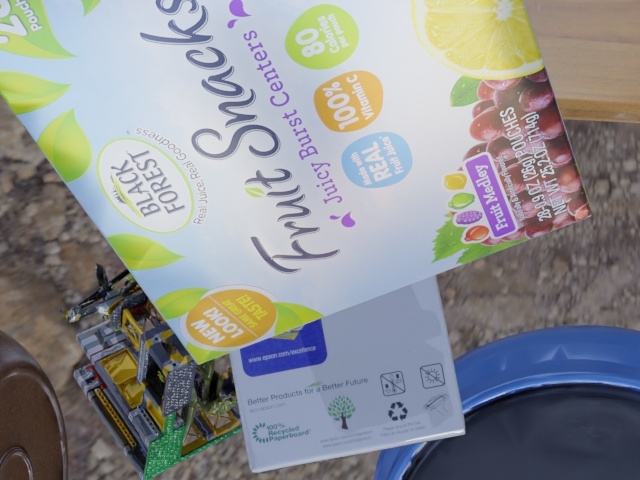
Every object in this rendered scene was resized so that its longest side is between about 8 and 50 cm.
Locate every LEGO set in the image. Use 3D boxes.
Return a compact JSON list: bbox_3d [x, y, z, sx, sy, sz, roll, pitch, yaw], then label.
[{"bbox_3d":[-0.158,0.102,1.627,0.255,0.331,0.192,-30,65,-20],"label":"LEGO set"}]

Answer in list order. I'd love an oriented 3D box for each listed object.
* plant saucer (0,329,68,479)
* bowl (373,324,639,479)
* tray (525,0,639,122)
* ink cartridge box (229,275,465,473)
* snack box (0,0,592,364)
[{"bbox_3d":[-0.298,0.231,1.304,0.050,0.310,0.311,0,100,14],"label":"plant saucer"},{"bbox_3d":[0.238,0.266,1.299,0.391,0.077,0.391,4,114,8],"label":"bowl"},{"bbox_3d":[0.290,-0.185,1.037,0.411,0.076,0.203,1,122,-25],"label":"tray"},{"bbox_3d":[0.000,0.000,1.097,0.165,0.065,0.333,-10,81,4],"label":"ink cartridge box"},{"bbox_3d":[-0.011,-0.062,0.522,0.174,0.070,0.207,-21,136,7],"label":"snack box"}]
